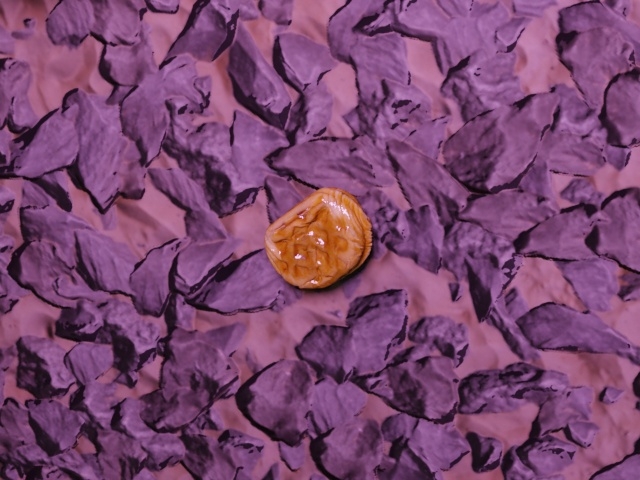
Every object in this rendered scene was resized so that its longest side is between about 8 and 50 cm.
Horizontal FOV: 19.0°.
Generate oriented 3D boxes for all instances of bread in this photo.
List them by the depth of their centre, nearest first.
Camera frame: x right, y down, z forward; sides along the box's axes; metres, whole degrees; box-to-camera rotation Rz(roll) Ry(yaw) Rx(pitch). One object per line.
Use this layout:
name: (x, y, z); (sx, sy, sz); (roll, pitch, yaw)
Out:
bread: (0.000, 0.000, 1.789); (0.110, 0.044, 0.083); (-36, 99, 30)
